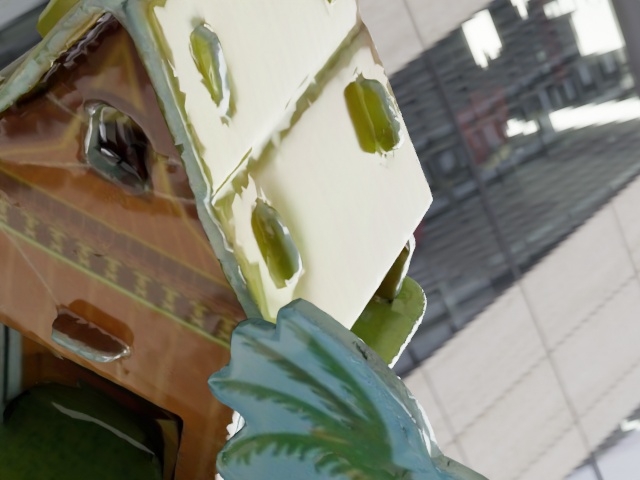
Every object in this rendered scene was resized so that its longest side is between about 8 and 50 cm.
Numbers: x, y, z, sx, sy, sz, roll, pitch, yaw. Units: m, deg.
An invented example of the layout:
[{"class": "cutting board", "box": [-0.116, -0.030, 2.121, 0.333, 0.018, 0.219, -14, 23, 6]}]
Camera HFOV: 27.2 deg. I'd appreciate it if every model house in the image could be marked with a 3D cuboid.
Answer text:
[{"class": "model house", "box": [0.000, 0.000, 0.594, 0.340, 0.323, 0.300, 26, -135, 11]}]
